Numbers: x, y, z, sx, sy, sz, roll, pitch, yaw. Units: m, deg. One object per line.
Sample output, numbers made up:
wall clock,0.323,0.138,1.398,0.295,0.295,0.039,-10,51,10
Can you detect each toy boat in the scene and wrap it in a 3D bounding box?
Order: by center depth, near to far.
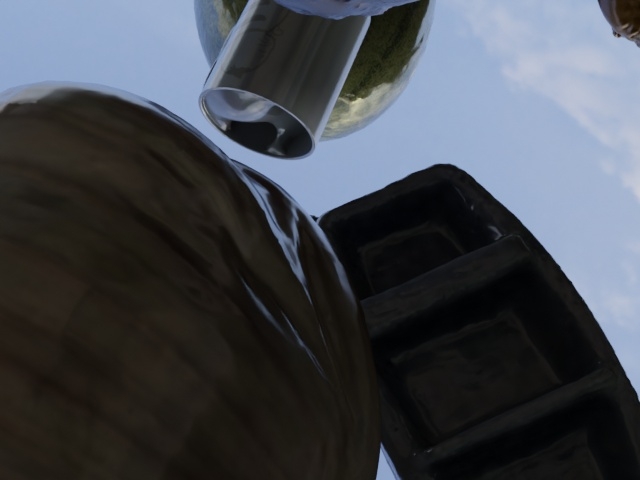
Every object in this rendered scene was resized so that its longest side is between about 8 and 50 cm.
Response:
toy boat,0.092,0.093,0.604,0.127,0.078,0.283,-22,-118,-9

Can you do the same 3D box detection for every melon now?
melon,-0.004,-0.253,1.199,0.249,0.248,0.329,13,-121,-13

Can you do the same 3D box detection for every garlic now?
garlic,-0.100,0.103,0.503,0.259,0.317,0.317,30,-132,11

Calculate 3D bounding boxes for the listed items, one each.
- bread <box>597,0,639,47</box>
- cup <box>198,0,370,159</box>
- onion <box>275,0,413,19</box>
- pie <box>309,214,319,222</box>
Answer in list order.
bread,0.214,-0.168,0.598,0.114,0.189,0.077,37,-125,-5
cup,-0.043,-0.146,0.958,0.136,0.099,0.133,14,-113,23
onion,0.042,-0.225,0.578,0.216,0.206,0.207,5,-110,-66
pie,0.001,-0.001,0.948,0.084,0.021,0.084,10,-154,-5
